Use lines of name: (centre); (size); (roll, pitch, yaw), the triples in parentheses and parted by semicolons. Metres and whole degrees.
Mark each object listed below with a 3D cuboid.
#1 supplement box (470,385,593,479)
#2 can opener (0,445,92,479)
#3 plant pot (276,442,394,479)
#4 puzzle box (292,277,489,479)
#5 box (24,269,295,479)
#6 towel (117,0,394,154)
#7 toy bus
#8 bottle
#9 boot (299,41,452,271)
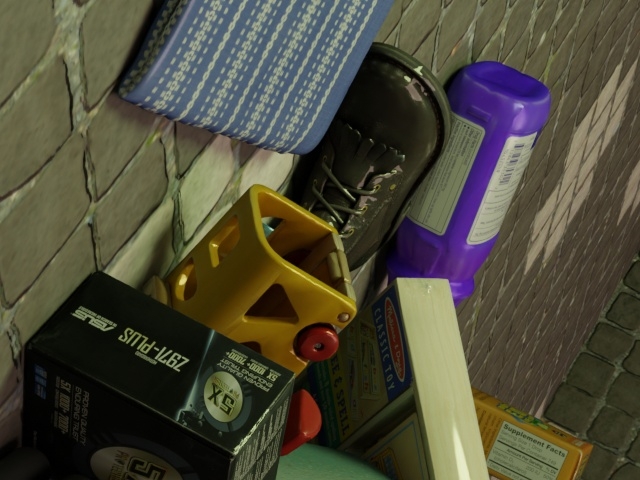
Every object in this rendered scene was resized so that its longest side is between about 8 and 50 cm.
supplement box: (0.191, 0.220, 2.198); (0.080, 0.233, 0.078); (-65, 165, 9)
can opener: (-0.210, 0.174, 1.070); (0.283, 0.076, 0.095); (-37, 151, -61)
plant pot: (-0.053, 0.276, 1.456); (0.252, 0.247, 0.247); (-92, -163, -58)
puzzle box: (0.060, 0.268, 1.546); (0.272, 0.052, 0.409); (-47, -133, 53)
box: (-0.106, 0.130, 1.207); (0.077, 0.147, 0.180); (-51, 162, -40)
towel: (-0.013, -0.178, 1.234); (0.243, 0.040, 0.336); (-63, 163, 5)
toy bus: (-0.070, 0.058, 1.282); (0.191, 0.104, 0.202); (-7, -124, 56)
bottle: (0.129, -0.030, 1.840); (0.118, 0.092, 0.283); (-32, 146, -62)
boot: (0.000, 0.000, 1.456); (0.229, 0.091, 0.263); (-53, 164, -37)
